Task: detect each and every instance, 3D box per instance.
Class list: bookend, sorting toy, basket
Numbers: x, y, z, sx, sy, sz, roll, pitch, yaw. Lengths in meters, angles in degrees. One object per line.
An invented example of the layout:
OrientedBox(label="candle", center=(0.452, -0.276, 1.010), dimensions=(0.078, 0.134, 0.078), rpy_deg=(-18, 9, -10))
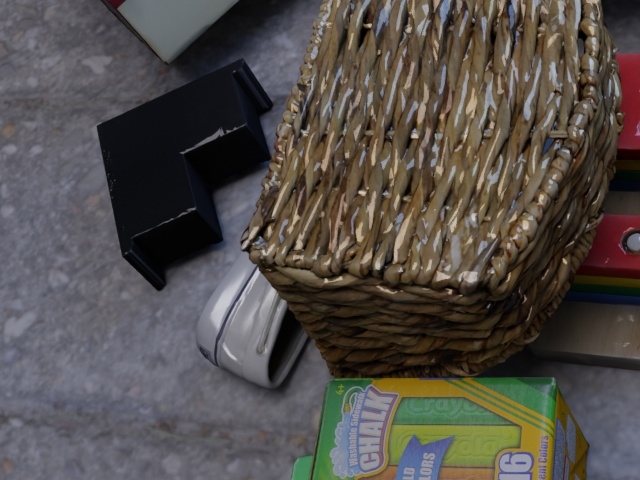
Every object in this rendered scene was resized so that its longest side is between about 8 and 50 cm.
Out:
OrientedBox(label="bookend", center=(-0.111, -0.062, 1.089), dimensions=(0.157, 0.072, 0.156), rpy_deg=(-24, 55, 8))
OrientedBox(label="sorting toy", center=(0.293, -0.034, 0.880), dimensions=(0.255, 0.089, 0.257), rpy_deg=(4, 63, 26))
OrientedBox(label="basket", center=(0.107, -0.054, 0.845), dimensions=(0.214, 0.223, 0.299), rpy_deg=(5, 63, 22))

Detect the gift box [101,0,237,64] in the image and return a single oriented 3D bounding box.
OrientedBox(label="gift box", center=(-0.147, -0.352, 1.177), dimensions=(0.258, 0.276, 0.255), rpy_deg=(-43, 40, 0))

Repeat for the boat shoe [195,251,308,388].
OrientedBox(label="boat shoe", center=(0.000, 0.000, 0.990), dimensions=(0.088, 0.096, 0.267), rpy_deg=(27, 76, 30))

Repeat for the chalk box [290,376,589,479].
OrientedBox(label="chalk box", center=(0.069, 0.178, 0.828), dimensions=(0.213, 0.132, 0.132), rpy_deg=(-4, 59, 22))
